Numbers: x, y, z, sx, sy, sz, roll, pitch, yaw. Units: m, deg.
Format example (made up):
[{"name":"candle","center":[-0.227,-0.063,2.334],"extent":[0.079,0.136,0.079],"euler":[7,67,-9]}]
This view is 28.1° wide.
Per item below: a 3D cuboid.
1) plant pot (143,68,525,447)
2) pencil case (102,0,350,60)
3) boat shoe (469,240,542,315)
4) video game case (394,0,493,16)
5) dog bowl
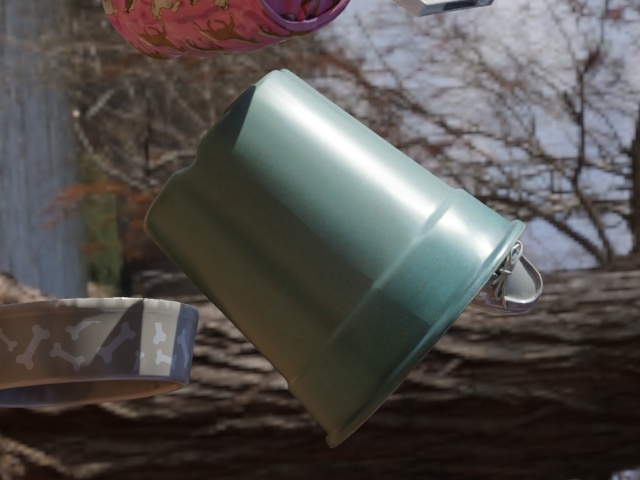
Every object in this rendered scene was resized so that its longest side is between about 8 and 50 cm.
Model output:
[{"name":"plant pot","center":[0.000,0.000,1.475],"extent":[0.334,0.341,0.341],"euler":[42,-16,2]},{"name":"pencil case","center":[-0.113,-0.296,1.417],"extent":[0.167,0.160,0.386],"euler":[-56,-154,-17]},{"name":"boat shoe","center":[0.221,0.013,1.948],"extent":[0.118,0.320,0.103],"euler":[-59,-160,-16]},{"name":"video game case","center":[0.119,-0.388,1.811],"extent":[0.285,0.204,0.025],"euler":[-25,148,-60]},{"name":"dog bowl","center":[-0.331,0.156,1.703],"extent":[0.349,0.348,0.102],"euler":[127,-42,-74]}]
